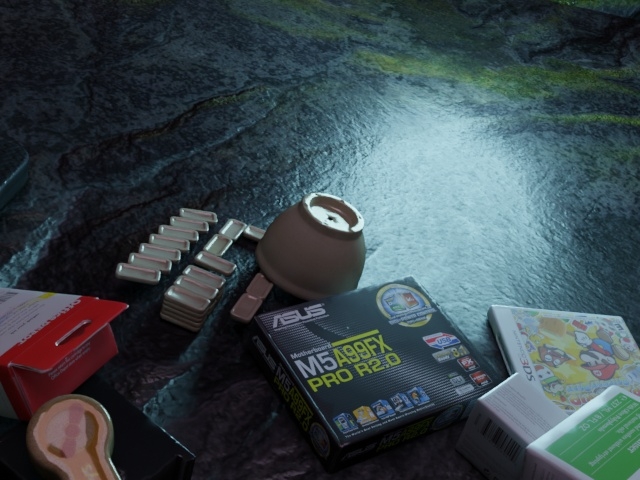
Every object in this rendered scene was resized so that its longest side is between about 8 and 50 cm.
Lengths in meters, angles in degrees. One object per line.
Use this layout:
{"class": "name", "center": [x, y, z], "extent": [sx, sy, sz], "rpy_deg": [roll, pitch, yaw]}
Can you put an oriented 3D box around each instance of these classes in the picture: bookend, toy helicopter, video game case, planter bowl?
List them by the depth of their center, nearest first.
{"class": "toy helicopter", "center": [-0.187, 0.298, 0.736], "extent": [0.235, 0.140, 0.355], "rpy_deg": [-22, 61, -24]}
{"class": "bookend", "center": [-0.242, 0.242, 0.861], "extent": [0.157, 0.072, 0.156], "rpy_deg": [33, 41, 19]}
{"class": "planter bowl", "center": [0.000, 0.000, 1.206], "extent": [0.162, 0.109, 0.162], "rpy_deg": [19, 31, -12]}
{"class": "video game case", "center": [0.375, 0.181, 1.212], "extent": [0.227, 0.026, 0.206], "rpy_deg": [6, 39, -14]}

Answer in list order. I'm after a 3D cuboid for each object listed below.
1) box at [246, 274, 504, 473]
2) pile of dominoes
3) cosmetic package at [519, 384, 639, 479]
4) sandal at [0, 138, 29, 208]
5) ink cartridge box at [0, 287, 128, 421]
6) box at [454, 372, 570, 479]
{"class": "box", "center": [0.072, 0.162, 1.086], "extent": [0.270, 0.060, 0.216], "rpy_deg": [-12, 48, -32]}
{"class": "pile of dominoes", "center": [-0.159, 0.040, 1.197], "extent": [0.196, 0.040, 0.251], "rpy_deg": [21, 29, 6]}
{"class": "cosmetic package", "center": [0.407, 0.327, 0.867], "extent": [0.197, 0.155, 0.366], "rpy_deg": [-21, 34, -40]}
{"class": "sandal", "center": [-0.499, -0.018, 1.086], "extent": [0.168, 0.107, 0.445], "rpy_deg": [14, 25, -1]}
{"class": "ink cartridge box", "center": [-0.322, 0.120, 0.901], "extent": [0.231, 0.078, 0.134], "rpy_deg": [3, 29, 30]}
{"class": "box", "center": [0.240, 0.241, 1.022], "extent": [0.087, 0.102, 0.101], "rpy_deg": [-23, 52, -38]}
